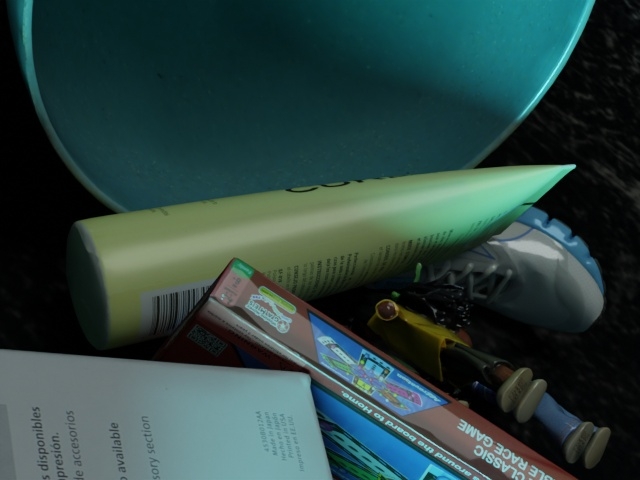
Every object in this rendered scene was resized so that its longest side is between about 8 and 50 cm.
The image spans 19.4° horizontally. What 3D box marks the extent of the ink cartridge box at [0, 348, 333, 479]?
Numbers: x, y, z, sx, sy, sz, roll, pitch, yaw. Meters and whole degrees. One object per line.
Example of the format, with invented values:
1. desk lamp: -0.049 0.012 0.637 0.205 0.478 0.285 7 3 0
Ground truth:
1. ink cartridge box: -0.116 0.194 0.647 0.272 0.130 0.309 8 49 -27

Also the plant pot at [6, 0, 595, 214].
1. plant pot: -0.033 -0.167 0.919 0.290 0.290 0.195 5 32 -32

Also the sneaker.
1. sneaker: 0.061 0.008 1.003 0.191 0.071 0.083 28 47 2

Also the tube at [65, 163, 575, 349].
1. tube: 0.000 0.000 0.897 0.240 0.062 0.070 -10 24 -22

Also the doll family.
1. doll family: 0.063 0.068 0.912 0.111 0.076 0.193 29 -9 35

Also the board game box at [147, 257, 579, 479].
1. board game box: 0.053 0.117 0.830 0.281 0.145 0.027 33 62 -5
